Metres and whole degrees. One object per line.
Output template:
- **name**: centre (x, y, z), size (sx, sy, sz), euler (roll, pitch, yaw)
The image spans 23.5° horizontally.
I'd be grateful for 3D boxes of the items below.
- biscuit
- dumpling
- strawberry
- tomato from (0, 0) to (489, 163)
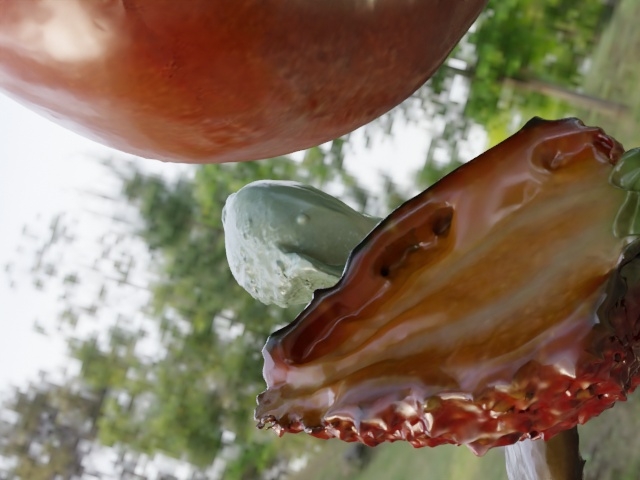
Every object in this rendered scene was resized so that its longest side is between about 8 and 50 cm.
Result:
- **biscuit**: centre (0.122, 0.108, 0.876), size (0.212, 0.036, 0.212), euler (-7, -90, -87)
- **dumpling**: centre (-0.011, 0.011, 1.318), size (0.108, 0.153, 0.219), euler (-63, 28, 8)
- **strawberry**: centre (0.078, 0.029, 0.587), size (0.192, 0.140, 0.085), euler (-48, -54, -15)
- **tomato**: centre (-0.065, -0.209, 0.727), size (0.341, 0.273, 0.341), euler (-11, -75, -45)
